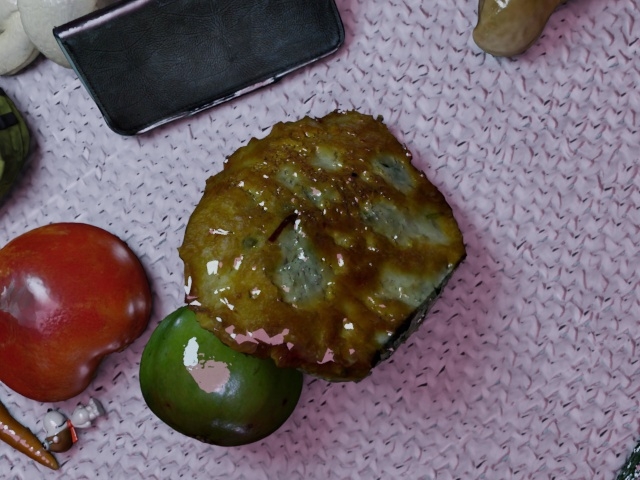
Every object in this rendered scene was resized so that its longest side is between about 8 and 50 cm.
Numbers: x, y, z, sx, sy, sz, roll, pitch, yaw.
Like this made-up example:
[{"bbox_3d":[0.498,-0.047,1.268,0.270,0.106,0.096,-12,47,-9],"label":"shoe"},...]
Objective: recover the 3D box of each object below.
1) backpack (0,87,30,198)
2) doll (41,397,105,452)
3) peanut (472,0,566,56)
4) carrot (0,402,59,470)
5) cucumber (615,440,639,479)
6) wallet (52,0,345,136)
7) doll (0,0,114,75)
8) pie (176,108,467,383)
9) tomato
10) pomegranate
[{"bbox_3d":[-0.493,-0.103,1.050,0.253,0.140,0.207,-35,85,9],"label":"backpack"},{"bbox_3d":[-0.310,0.233,1.055,0.085,0.040,0.058,-13,74,7],"label":"doll"},{"bbox_3d":[0.266,-0.315,0.977,0.236,0.120,0.110,-54,46,7],"label":"peanut"},{"bbox_3d":[-0.414,0.222,1.069,0.216,0.048,0.048,40,92,4],"label":"carrot"},{"bbox_3d":[0.351,0.294,0.947,0.058,0.058,0.187,28,90,9],"label":"cucumber"},{"bbox_3d":[-0.137,-0.244,1.014,0.318,0.045,0.172,-23,127,2],"label":"wallet"},{"bbox_3d":[-0.378,-0.314,1.073,0.278,0.175,0.149,14,50,17],"label":"doll"},{"bbox_3d":[0.000,0.000,0.944,0.288,0.103,0.354,35,57,12],"label":"pie"},{"bbox_3d":[-0.334,0.081,1.016,0.200,0.139,0.233,42,93,15],"label":"tomato"},{"bbox_3d":[-0.105,0.122,0.972,0.187,0.187,0.225,6,67,8],"label":"pomegranate"}]
